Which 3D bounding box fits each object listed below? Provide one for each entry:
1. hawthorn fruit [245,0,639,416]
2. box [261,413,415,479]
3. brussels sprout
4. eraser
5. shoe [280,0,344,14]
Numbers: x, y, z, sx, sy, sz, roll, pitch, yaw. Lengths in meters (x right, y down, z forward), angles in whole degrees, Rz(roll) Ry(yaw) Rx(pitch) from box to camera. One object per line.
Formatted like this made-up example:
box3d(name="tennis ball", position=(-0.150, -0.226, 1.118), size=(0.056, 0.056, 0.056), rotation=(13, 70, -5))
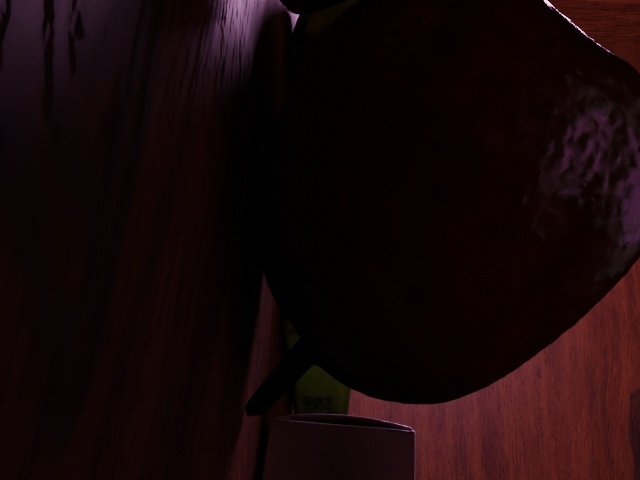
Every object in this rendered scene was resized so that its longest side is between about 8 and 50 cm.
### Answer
box3d(name="hawthorn fruit", position=(0.063, -0.011, 0.478), size=(0.369, 0.284, 0.285), rotation=(-48, 177, 2))
box3d(name="box", position=(0.007, 0.343, 0.560), size=(0.173, 0.145, 0.333), rotation=(84, 10, -56))
box3d(name="brussels sprout", position=(0.028, -0.200, 0.650), size=(0.155, 0.117, 0.155), rotation=(-173, -90, -67))
box3d(name="eraser", position=(0.008, 0.097, 0.815), size=(0.274, 0.092, 0.210), rotation=(91, 4, -56))
box3d(name="shoe", position=(-0.014, -0.209, 0.327), size=(0.207, 0.091, 0.106), rotation=(50, 20, -79))
